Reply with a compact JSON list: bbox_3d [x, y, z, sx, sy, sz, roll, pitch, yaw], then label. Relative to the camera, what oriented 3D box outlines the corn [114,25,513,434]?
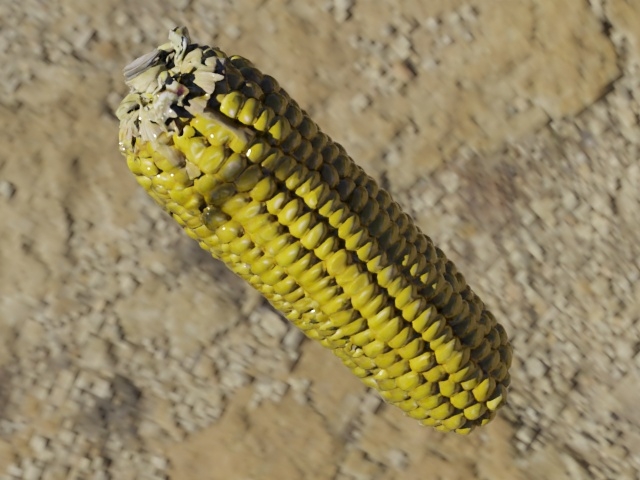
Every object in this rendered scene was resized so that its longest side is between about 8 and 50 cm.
[{"bbox_3d":[0.000,0.000,1.165,0.115,0.318,0.115,-43,18,17],"label":"corn"}]
